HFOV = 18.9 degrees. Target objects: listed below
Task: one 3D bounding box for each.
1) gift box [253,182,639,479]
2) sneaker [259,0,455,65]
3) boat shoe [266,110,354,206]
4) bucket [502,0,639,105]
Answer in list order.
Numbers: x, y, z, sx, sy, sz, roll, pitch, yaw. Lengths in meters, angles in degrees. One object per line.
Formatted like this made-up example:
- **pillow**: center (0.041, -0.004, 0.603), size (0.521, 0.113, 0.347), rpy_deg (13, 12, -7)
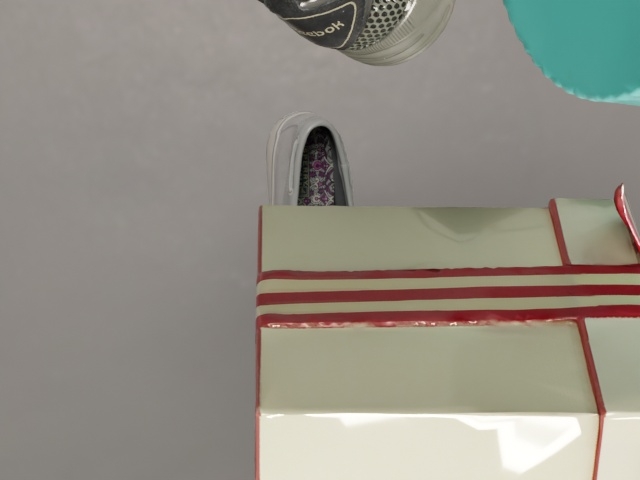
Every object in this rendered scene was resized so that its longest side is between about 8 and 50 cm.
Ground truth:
- **gift box**: center (0.090, 0.113, 1.086), size (0.258, 0.276, 0.255), rpy_deg (1, -144, -3)
- **sneaker**: center (0.003, -0.194, 0.772), size (0.087, 0.228, 0.130), rpy_deg (3, 173, 38)
- **boat shoe**: center (0.000, 0.000, 1.376), size (0.066, 0.184, 0.063), rpy_deg (-1, -174, -19)
- **bucket**: center (0.231, -0.196, 1.062), size (0.183, 0.281, 0.281), rpy_deg (-3, -175, -27)
